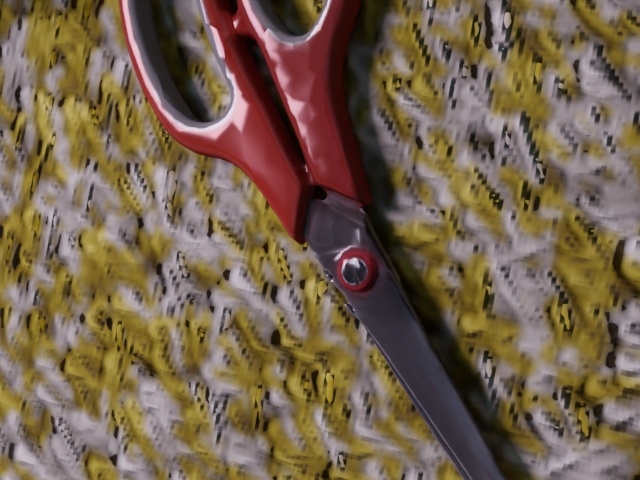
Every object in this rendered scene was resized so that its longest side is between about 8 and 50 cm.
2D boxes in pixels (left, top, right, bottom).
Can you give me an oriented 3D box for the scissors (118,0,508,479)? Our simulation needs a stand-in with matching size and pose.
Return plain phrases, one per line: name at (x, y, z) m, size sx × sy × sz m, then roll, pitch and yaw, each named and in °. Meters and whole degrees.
scissors at (0.000, 0.000, 0.604) m, size 0.109 × 0.021 × 0.297 m, roll -21°, pitch 80°, yaw 22°
